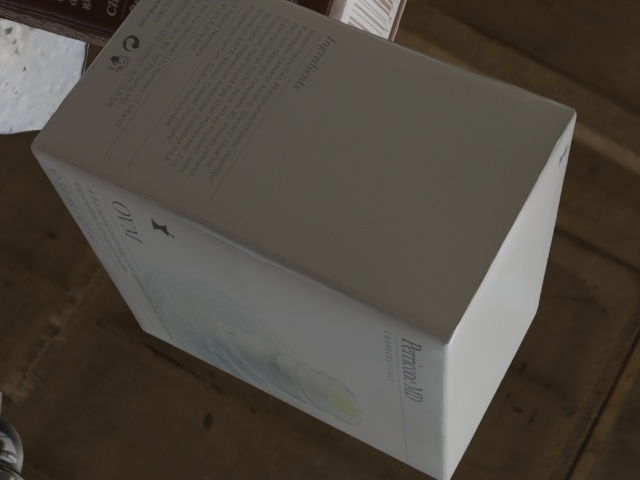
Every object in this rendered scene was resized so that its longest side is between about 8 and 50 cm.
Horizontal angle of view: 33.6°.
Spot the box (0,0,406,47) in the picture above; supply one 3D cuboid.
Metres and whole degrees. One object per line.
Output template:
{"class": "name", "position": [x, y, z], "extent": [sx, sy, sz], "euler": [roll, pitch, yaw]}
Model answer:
{"class": "box", "position": [-0.125, -0.225, 0.737], "extent": [0.381, 0.143, 0.191], "euler": [19, -87, 18]}

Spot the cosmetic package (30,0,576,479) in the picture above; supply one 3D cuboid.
{"class": "cosmetic package", "position": [0.000, 0.000, 0.580], "extent": [0.224, 0.224, 0.138], "euler": [23, -113, 18]}

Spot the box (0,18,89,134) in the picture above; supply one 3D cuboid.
{"class": "box", "position": [-0.385, -0.290, 1.072], "extent": [0.296, 0.182, 0.294], "euler": [26, -65, 27]}

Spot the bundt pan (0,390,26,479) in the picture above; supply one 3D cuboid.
{"class": "bundt pan", "position": [-0.364, 0.182, 0.863], "extent": [0.124, 0.331, 0.331], "euler": [-31, -106, 17]}
